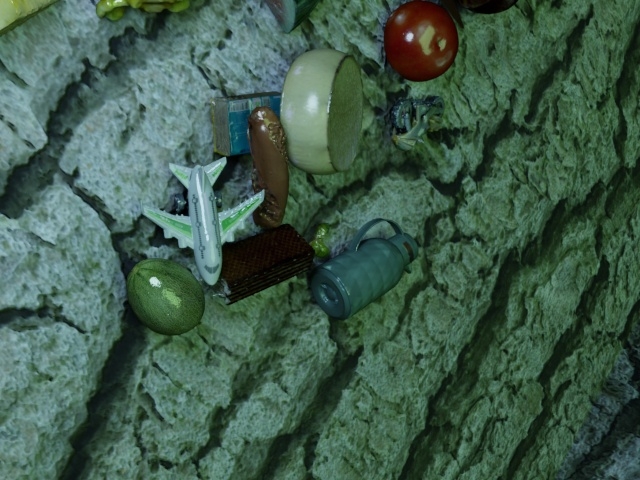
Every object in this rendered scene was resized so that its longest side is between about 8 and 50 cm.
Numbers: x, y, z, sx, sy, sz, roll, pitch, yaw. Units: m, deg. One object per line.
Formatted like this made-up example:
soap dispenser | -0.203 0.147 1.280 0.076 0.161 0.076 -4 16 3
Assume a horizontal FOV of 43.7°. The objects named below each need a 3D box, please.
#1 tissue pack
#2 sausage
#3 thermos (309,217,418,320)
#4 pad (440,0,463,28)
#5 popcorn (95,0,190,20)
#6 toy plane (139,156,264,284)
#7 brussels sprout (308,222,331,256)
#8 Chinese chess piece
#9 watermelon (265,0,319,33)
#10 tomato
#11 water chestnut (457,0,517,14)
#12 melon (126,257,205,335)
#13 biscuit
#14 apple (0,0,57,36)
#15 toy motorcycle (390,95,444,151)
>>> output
tissue pack | -0.143 -0.247 1.681 0.169 0.082 0.119 -15 111 -37
sausage | -0.107 -0.137 1.658 0.079 0.087 0.326 -40 151 -32
thermos | 0.114 0.056 1.938 0.287 0.145 0.182 -32 117 -33
pad | 0.264 -0.633 1.906 0.267 0.004 0.181 38 34 -40
popcorn | -0.308 -0.492 1.417 0.235 0.181 0.216 -2 109 -34
toy plane | -0.235 -0.037 1.618 0.251 0.101 0.255 -7 98 -19
brussels sprout | -0.001 -0.001 1.894 0.051 0.046 0.083 5 87 -37
Chinese chess piece | 0.009 -0.274 1.715 0.270 0.112 0.269 7 90 -71
watermelon | -0.073 -0.574 1.644 0.212 0.201 0.261 -57 172 -16
tomato | 0.243 -0.475 1.912 0.195 0.136 0.195 -11 112 -29
water chestnut | 0.414 -0.674 1.964 0.238 0.224 0.223 12 93 -26
melon | -0.304 0.117 1.597 0.139 0.139 0.192 -53 125 -17
biscuit | -0.138 0.050 1.736 0.252 0.106 0.070 -22 145 -34
apple | -0.557 -0.440 1.177 0.314 0.252 0.309 -42 113 -27
toy motorcycle | 0.239 -0.294 1.997 0.229 0.094 0.129 -17 117 -50
